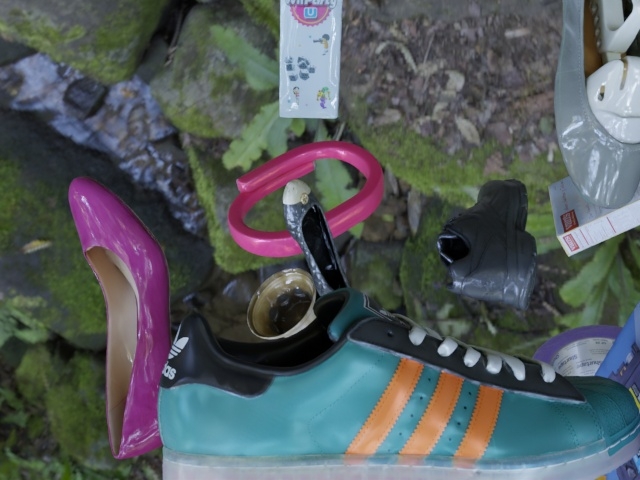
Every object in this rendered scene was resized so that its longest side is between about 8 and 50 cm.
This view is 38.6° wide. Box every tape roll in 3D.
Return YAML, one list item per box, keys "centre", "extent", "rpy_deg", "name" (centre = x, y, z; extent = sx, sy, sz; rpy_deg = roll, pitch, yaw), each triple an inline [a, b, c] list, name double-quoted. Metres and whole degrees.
- centre: [0.416, 0.216, 1.375]
  extent: [0.189, 0.189, 0.080]
  rpy_deg: [-11, 119, 14]
  name: "tape roll"

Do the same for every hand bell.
- centre: [0.000, 0.160, 1.486]
  extent: [0.126, 0.126, 0.242]
  rpy_deg: [-25, 135, 20]
  name: "hand bell"

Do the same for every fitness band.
- centre: [-0.026, -0.074, 1.590]
  extent: [0.291, 0.209, 0.054]
  rpy_deg: [-31, 138, -21]
  name: "fitness band"

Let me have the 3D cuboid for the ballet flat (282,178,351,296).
- centre: [0.000, 0.000, 1.128]
  extent: [0.049, 0.057, 0.173]
  rpy_deg: [8, 128, 49]
  name: "ballet flat"

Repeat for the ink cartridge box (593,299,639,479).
- centre: [0.271, 0.236, 0.653]
  extent: [0.151, 0.270, 0.395]
  rpy_deg: [10, 124, -10]
  name: "ink cartridge box"

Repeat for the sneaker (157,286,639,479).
- centre: [0.055, 0.088, 0.554]
  extent: [0.302, 0.108, 0.121]
  rpy_deg: [-1, 91, -12]
  name: "sneaker"

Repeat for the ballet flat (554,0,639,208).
- centre: [0.205, -0.130, 0.644]
  extent: [0.072, 0.213, 0.068]
  rpy_deg: [7, 162, -15]
  name: "ballet flat"

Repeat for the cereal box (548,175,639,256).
- centre: [0.469, -0.081, 1.384]
  extent: [0.240, 0.173, 0.047]
  rpy_deg: [-27, 113, 23]
  name: "cereal box"

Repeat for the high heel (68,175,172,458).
- centre: [-0.284, 0.100, 1.240]
  extent: [0.377, 0.181, 0.127]
  rpy_deg: [58, 144, 0]
  name: "high heel"

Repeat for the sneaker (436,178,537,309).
- centre: [0.228, -0.011, 1.281]
  extent: [0.130, 0.286, 0.109]
  rpy_deg: [4, 117, 5]
  name: "sneaker"

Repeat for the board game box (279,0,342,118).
- centre: [-0.017, -0.367, 1.397]
  extent: [0.097, 0.224, 0.303]
  rpy_deg: [0, 117, -3]
  name: "board game box"
